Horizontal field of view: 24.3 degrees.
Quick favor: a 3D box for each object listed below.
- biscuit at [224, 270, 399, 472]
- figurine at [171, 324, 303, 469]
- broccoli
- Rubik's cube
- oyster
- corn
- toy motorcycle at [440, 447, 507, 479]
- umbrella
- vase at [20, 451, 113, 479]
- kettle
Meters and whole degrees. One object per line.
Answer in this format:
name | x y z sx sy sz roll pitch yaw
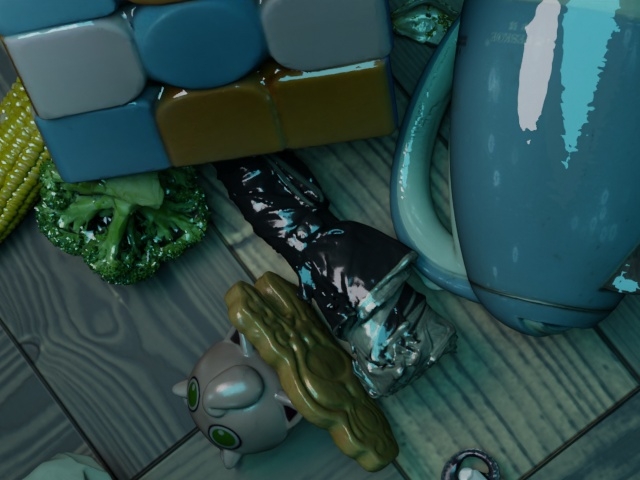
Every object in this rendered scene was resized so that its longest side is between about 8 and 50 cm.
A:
biscuit | -0.003 0.131 1.499 0.236 0.144 0.040 50 118 11
figurine | -0.080 0.160 1.517 0.125 0.125 0.138 53 138 10
broccoli | -0.202 -0.050 1.547 0.195 0.156 0.195 7 71 -20
Rubik's cube | -0.123 -0.302 1.396 0.347 0.344 0.347 -10 56 2
oyster | 0.111 -0.235 1.575 0.093 0.034 0.051 20 104 -1
corn | -0.329 -0.093 1.600 0.101 0.101 0.291 38 93 11
toy motorcycle | 0.122 0.324 1.486 0.221 0.102 0.150 -45 59 -1
umbrella | -0.004 0.002 1.526 0.113 0.106 0.357 -34 74 -23
vase | -0.190 0.388 1.503 0.165 0.165 0.360 -42 84 3
kettle | 0.210 -0.082 1.464 0.319 0.247 0.342 14 96 41
